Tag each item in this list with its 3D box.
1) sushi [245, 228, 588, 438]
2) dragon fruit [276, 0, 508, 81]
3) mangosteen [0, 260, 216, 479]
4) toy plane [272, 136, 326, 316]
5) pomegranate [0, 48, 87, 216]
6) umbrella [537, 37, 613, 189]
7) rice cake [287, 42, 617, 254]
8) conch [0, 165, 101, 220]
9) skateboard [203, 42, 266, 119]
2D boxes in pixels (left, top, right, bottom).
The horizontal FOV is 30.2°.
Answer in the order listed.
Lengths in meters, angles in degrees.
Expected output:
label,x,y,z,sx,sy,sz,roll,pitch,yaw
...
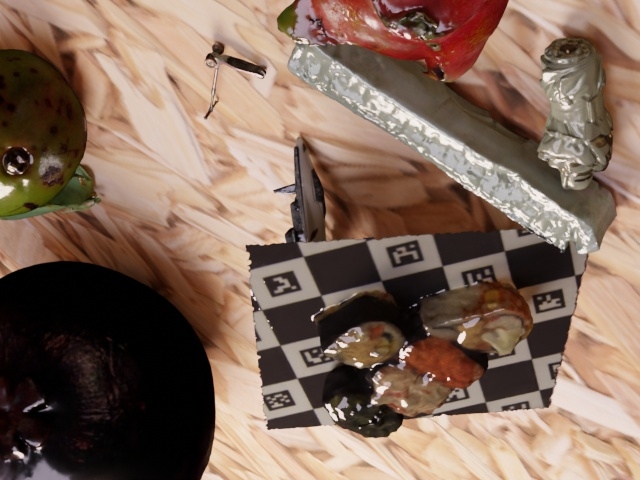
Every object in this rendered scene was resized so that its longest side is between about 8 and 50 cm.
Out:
label,x,y,z,sx,sy,sz,roll,pitch,yaw
sushi,0.099,0.125,1.222,0.339,0.068,0.320,-3,138,-4
dragon fruit,0.044,-0.238,0.922,0.269,0.198,0.200,28,156,31
mangosteen,-0.304,0.218,1.564,0.382,0.382,0.435,20,179,17
toy plane,-0.013,0.009,1.273,0.082,0.160,0.234,-19,101,17
pomegranate,-0.378,-0.128,1.355,0.248,0.202,0.202,40,157,49
umbrella,0.220,-0.105,1.025,0.067,0.062,0.143,-9,126,2
rice cake,0.125,-0.098,1.096,0.336,0.066,0.063,34,142,-2
conch,-0.360,-0.076,1.477,0.170,0.079,0.105,-2,138,17
skateboard,-0.093,-0.157,1.225,0.064,0.032,0.083,20,139,1
